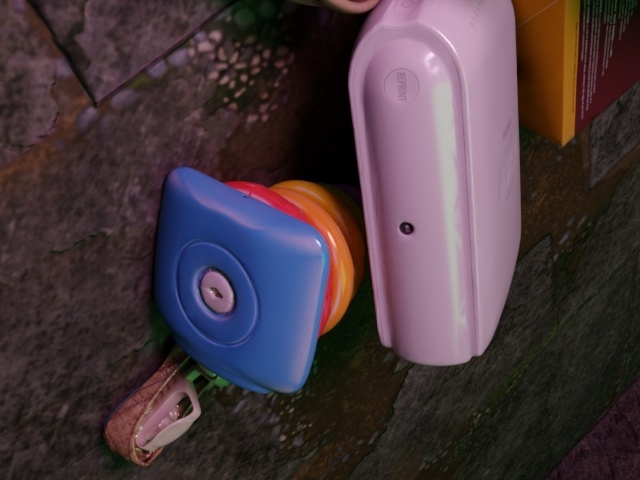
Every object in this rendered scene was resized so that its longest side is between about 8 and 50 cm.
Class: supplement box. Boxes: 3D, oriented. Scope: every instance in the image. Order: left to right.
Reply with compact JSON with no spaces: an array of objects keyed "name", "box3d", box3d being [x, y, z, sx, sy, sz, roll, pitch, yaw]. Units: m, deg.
[{"name":"supplement box","box3d":[0.265,-0.244,0.793,0.194,0.129,0.191,-39,142,-16]}]

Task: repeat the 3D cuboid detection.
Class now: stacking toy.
[{"name":"stacking toy","box3d":[0.000,0.000,0.724,0.302,0.175,0.165,-27,135,-50]}]

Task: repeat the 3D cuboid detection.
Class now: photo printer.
[{"name":"photo printer","box3d":[0.113,-0.085,0.674,0.256,0.107,0.307,-51,138,-56]}]

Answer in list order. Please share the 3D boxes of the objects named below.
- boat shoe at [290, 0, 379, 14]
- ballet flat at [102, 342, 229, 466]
[{"name":"boat shoe","box3d":[-0.050,-0.269,0.449,0.121,0.110,0.341,-51,144,-2]},{"name":"ballet flat","box3d":[-0.126,0.137,0.746,0.206,0.067,0.073,-51,143,-1]}]
